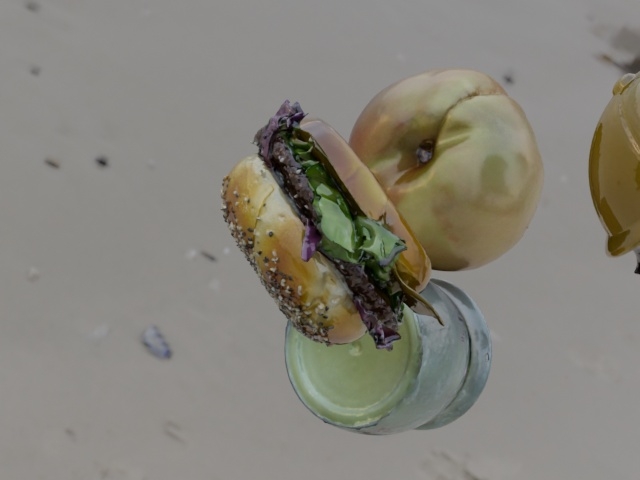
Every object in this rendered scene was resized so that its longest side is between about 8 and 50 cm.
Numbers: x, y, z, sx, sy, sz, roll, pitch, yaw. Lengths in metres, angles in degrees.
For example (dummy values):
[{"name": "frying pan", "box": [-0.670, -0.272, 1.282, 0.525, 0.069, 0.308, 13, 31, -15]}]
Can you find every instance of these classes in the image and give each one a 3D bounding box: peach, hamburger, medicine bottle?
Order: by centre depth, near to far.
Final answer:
[{"name": "hamburger", "box": [-0.001, -0.001, 0.939, 0.164, 0.093, 0.189, 55, -5, -4]}, {"name": "medicine bottle", "box": [0.061, 0.096, 1.318, 0.147, 0.147, 0.143, 47, 20, 26]}, {"name": "peach", "box": [0.111, -0.060, 1.322, 0.184, 0.184, 0.184, 23, 30, -14]}]

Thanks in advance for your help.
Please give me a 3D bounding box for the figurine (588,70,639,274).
[{"name": "figurine", "box": [0.312, -0.034, 1.111, 0.257, 0.192, 0.167, 33, 10, -28]}]
